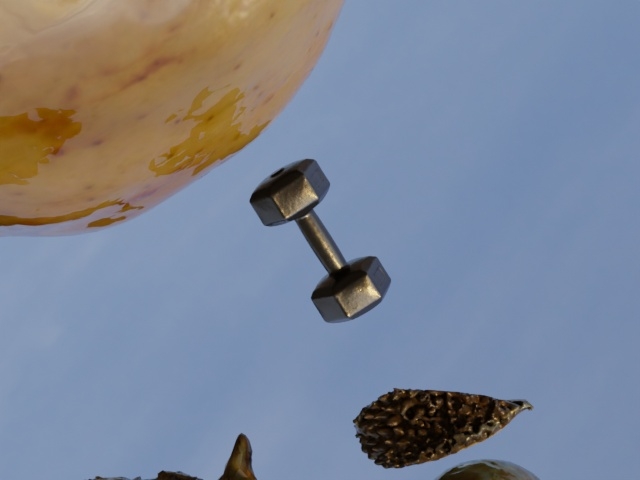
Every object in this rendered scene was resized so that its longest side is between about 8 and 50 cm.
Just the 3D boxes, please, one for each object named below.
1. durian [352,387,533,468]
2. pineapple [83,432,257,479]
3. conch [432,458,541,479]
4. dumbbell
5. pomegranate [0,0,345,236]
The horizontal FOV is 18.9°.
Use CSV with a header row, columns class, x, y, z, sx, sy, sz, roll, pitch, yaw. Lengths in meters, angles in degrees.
class,x,y,z,sx,sy,sz,roll,pitch,yaw
durian,0.077,0.127,1.282,0.130,0.066,0.052,-14,-111,27
pineapple,-0.167,0.235,1.278,0.335,0.158,0.161,-13,179,-11
conch,0.108,0.206,1.283,0.173,0.116,0.106,117,-26,-55
dumbbell,0.000,0.000,0.957,0.036,0.083,0.040,-40,-165,-32
pomegranate,-0.131,-0.198,0.872,0.410,0.410,0.410,-30,-146,23
